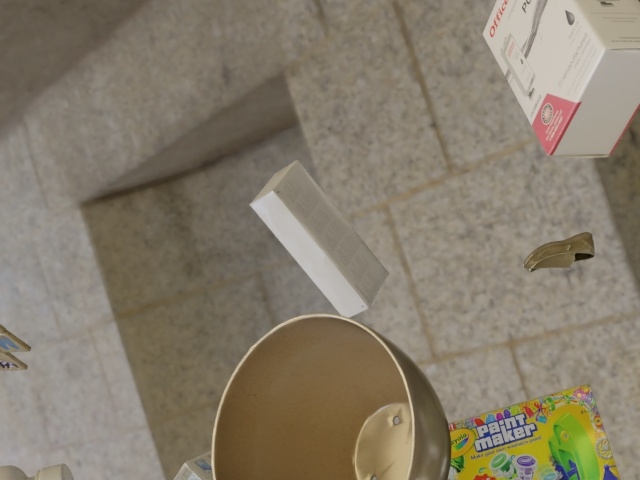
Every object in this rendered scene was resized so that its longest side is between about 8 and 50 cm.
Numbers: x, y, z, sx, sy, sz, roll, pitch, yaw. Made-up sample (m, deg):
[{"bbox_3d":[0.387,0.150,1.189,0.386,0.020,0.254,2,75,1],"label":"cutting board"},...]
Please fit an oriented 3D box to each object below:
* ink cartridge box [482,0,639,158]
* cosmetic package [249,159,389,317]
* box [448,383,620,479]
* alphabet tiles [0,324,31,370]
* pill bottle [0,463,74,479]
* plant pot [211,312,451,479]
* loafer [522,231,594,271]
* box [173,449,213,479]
[{"bbox_3d":[0.364,-0.290,1.615,0.117,0.283,0.207,-3,139,-20],"label":"ink cartridge box"},{"bbox_3d":[0.000,0.000,1.713,0.060,0.239,0.099,-29,-164,36],"label":"cosmetic package"},{"bbox_3d":[0.337,0.418,1.855,0.290,0.279,0.177,-15,170,-8],"label":"box"},{"bbox_3d":[-0.599,0.112,1.610,0.285,0.011,0.342,-5,145,30],"label":"alphabet tiles"},{"bbox_3d":[-0.475,0.400,1.526,0.272,0.152,0.152,-15,176,-6],"label":"pill bottle"},{"bbox_3d":[0.041,0.241,1.276,0.284,0.284,0.191,-21,154,32],"label":"plant pot"},{"bbox_3d":[0.449,0.028,2.053,0.148,0.050,0.056,-21,156,-9],"label":"loafer"},{"bbox_3d":[-0.137,0.375,1.623,0.114,0.103,0.203,-57,161,17],"label":"box"}]
